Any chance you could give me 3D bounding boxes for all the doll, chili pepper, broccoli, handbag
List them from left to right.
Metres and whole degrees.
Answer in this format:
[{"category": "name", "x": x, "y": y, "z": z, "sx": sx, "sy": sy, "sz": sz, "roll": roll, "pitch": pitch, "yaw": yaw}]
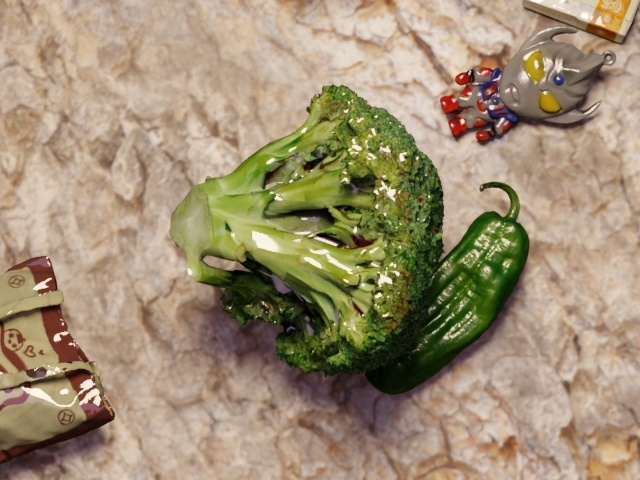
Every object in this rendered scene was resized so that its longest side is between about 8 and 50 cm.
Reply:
[{"category": "handbag", "x": -0.365, "y": 0.146, "z": 1.308, "sx": 0.235, "sy": 0.127, "sz": 0.212, "roll": -24, "pitch": 78, "yaw": 0}, {"category": "broccoli", "x": 0.000, "y": 0.000, "z": 1.217, "sx": 0.275, "sy": 0.308, "sz": 0.307, "roll": 2, "pitch": 80, "yaw": -33}, {"category": "chili pepper", "x": 0.142, "y": 0.060, "z": 1.296, "sx": 0.100, "sy": 0.074, "sz": 0.257, "roll": 39, "pitch": 88, "yaw": 9}, {"category": "doll", "x": 0.228, "y": -0.169, "z": 1.329, "sx": 0.195, "sy": 0.062, "sz": 0.104, "roll": -19, "pitch": 79, "yaw": 9}]

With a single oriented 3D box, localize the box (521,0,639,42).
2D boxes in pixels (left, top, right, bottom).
[{"category": "box", "x": 0.323, "y": -0.342, "z": 1.359, "sx": 0.122, "sy": 0.032, "sz": 0.220, "roll": 23, "pitch": 83, "yaw": 7}]
